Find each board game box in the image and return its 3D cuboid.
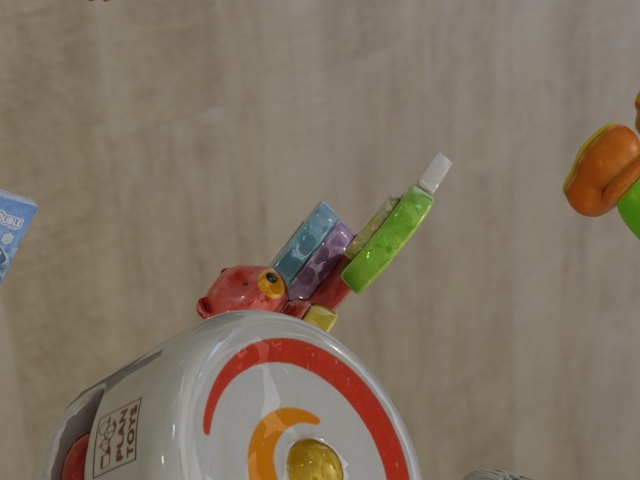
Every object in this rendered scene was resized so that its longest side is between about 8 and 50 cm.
[{"bbox_3d":[-0.302,-0.005,1.358,0.090,0.020,0.090,16,107,-40],"label":"board game box"}]

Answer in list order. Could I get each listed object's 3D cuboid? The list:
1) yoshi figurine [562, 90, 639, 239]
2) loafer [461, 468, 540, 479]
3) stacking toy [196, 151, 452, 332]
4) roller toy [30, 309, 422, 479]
[{"bbox_3d":[0.396,0.022,1.368,0.203,0.362,0.204,-14,139,-55],"label":"yoshi figurine"},{"bbox_3d":[0.266,0.302,1.434,0.112,0.319,0.111,10,95,-63],"label":"loafer"},{"bbox_3d":[0.000,0.000,1.738,0.279,0.130,0.309,-50,-177,23],"label":"stacking toy"},{"bbox_3d":[-0.045,0.141,0.834,0.209,0.146,0.191,-29,89,-50],"label":"roller toy"}]
